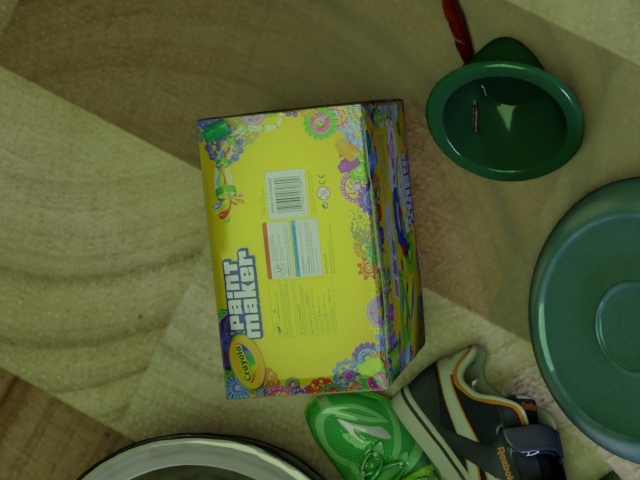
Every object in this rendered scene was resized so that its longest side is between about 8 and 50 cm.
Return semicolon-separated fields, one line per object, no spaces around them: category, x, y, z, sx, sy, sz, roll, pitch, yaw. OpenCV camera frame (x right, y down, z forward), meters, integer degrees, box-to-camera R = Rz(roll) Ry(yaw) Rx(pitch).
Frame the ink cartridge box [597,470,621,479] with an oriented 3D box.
ink cartridge box;0.345;0.378;1.835;0.109;0.062;0.209;-37;87;15

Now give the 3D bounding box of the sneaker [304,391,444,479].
sneaker;0.091;0.289;1.850;0.109;0.123;0.295;-39;87;14

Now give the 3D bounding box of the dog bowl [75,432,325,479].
dog bowl;-0.120;0.408;1.896;0.408;0.150;0.408;1;96;11

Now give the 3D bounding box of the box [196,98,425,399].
box;0.000;0.000;1.759;0.177;0.279;0.290;-5;94;12

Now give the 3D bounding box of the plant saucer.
plant saucer;0.345;0.091;1.739;0.317;0.043;0.318;7;101;41

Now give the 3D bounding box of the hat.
hat;0.209;-0.200;1.824;0.173;0.184;0.208;-6;136;19

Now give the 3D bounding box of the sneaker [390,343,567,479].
sneaker;0.214;0.252;1.783;0.127;0.126;0.321;-43;65;11
